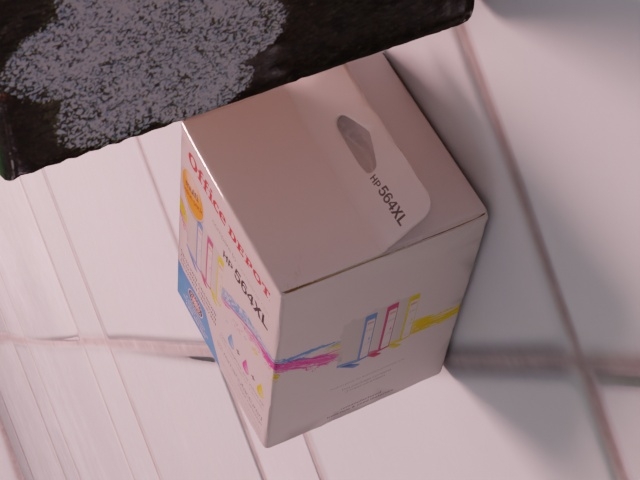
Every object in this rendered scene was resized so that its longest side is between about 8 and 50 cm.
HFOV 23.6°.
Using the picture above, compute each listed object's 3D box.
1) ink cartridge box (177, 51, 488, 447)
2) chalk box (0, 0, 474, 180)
[{"bbox_3d":[0.000,0.000,0.617,0.092,0.090,0.143,58,159,28],"label":"ink cartridge box"},{"bbox_3d":[-0.055,-0.195,0.425,0.179,0.180,0.289,56,156,32],"label":"chalk box"}]
